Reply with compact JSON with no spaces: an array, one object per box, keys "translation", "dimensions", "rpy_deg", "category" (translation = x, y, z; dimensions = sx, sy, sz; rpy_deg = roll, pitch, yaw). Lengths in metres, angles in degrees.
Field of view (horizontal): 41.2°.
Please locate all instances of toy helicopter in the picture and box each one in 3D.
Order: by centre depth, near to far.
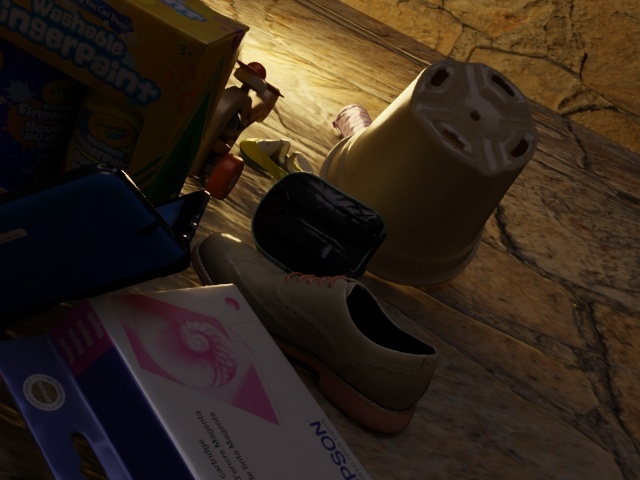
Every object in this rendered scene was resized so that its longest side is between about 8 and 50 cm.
[{"translation":[-0.146,-0.238,1.535],"dimensions":[0.140,0.235,0.355],"rpy_deg":[30,26,4],"category":"toy helicopter"}]

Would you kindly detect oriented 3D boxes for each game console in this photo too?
[{"translation":[-0.295,-0.019,0.926],"dimensions":[0.250,0.293,0.173],"rpy_deg":[60,16,-53],"category":"game console"}]

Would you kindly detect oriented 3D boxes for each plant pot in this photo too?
[{"translation":[0.199,-0.134,1.462],"dimensions":[0.334,0.305,0.333],"rpy_deg":[9,60,-16],"category":"plant pot"}]

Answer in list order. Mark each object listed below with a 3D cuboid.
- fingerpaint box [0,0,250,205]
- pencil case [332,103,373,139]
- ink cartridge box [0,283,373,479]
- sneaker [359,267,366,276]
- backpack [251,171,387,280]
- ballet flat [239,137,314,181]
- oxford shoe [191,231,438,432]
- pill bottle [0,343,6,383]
[{"translation":[-0.376,-0.216,1.130],"dimensions":[0.445,0.371,0.163],"rpy_deg":[30,27,3],"category":"fingerpaint box"},{"translation":[0.088,-0.233,1.919],"dimensions":[0.088,0.086,0.206],"rpy_deg":[-14,34,-5],"category":"pencil case"},{"translation":[-0.127,0.193,0.890],"dimensions":[0.324,0.071,0.330],"rpy_deg":[53,27,21],"category":"ink cartridge box"},{"translation":[-0.001,0.002,1.452],"dimensions":[0.170,0.051,0.089],"rpy_deg":[20,32,-9],"category":"sneaker"},{"translation":[-0.011,-0.009,1.323],"dimensions":[0.188,0.166,0.144],"rpy_deg":[34,-6,2],"category":"backpack"},{"translation":[-0.070,-0.148,1.622],"dimensions":[0.077,0.077,0.231],"rpy_deg":[-2,39,-44],"category":"ballet flat"},{"translation":[-0.007,0.088,1.187],"dimensions":[0.397,0.146,0.140],"rpy_deg":[35,28,14],"category":"oxford shoe"},{"translation":[-0.399,0.118,0.823],"dimensions":[0.169,0.094,0.094],"rpy_deg":[14,30,-25],"category":"pill bottle"}]
